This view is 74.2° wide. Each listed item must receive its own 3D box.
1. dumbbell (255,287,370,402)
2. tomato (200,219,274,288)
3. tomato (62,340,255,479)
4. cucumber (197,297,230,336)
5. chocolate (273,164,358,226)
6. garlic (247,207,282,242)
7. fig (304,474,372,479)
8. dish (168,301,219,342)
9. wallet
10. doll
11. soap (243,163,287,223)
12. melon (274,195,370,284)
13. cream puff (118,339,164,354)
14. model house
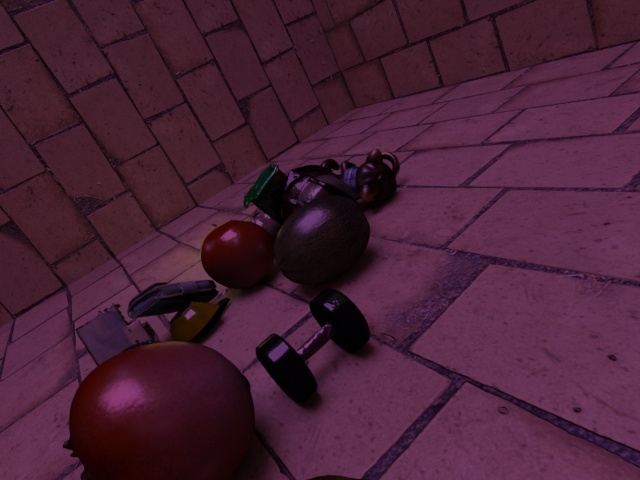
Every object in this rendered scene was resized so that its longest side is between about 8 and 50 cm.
[{"bbox_3d":[-0.016,0.224,0.921,0.218,0.152,0.152,-38,25,-23],"label":"dumbbell"},{"bbox_3d":[-0.290,0.049,1.487,0.256,0.256,0.224,-16,41,25],"label":"tomato"},{"bbox_3d":[-0.273,0.333,0.778,0.321,0.321,0.321,-23,23,10],"label":"tomato"},{"bbox_3d":[-0.351,0.250,1.390,0.036,0.033,0.184,-39,15,36],"label":"cucumber"},{"bbox_3d":[0.004,-0.119,1.478,0.283,0.283,0.186,-34,30,-17],"label":"chocolate"},{"bbox_3d":[-0.217,-0.073,1.761,0.228,0.152,0.228,-36,14,10],"label":"garlic"},{"bbox_3d":[0.024,0.394,0.424,0.239,0.239,0.271,-25,36,4],"label":"fig"},{"bbox_3d":[-0.423,0.254,1.345,0.207,0.080,0.149,-41,15,-1],"label":"dish"},{"bbox_3d":[-0.482,0.196,1.410,0.176,0.075,0.250,-33,-20,29],"label":"wallet"},{"bbox_3d":[0.141,-0.219,1.690,0.340,0.209,0.318,-9,61,40],"label":"doll"},{"bbox_3d":[-0.134,-0.151,1.588,0.098,0.273,0.218,27,82,48],"label":"soap"},{"bbox_3d":[0.000,0.000,1.276,0.301,0.237,0.237,-35,23,-7],"label":"melon"},{"bbox_3d":[-0.446,0.362,1.061,0.239,0.165,0.239,-14,34,10],"label":"cream puff"},{"bbox_3d":[-0.581,0.332,1.284,0.178,0.271,0.206,-37,-11,-20],"label":"model house"}]
